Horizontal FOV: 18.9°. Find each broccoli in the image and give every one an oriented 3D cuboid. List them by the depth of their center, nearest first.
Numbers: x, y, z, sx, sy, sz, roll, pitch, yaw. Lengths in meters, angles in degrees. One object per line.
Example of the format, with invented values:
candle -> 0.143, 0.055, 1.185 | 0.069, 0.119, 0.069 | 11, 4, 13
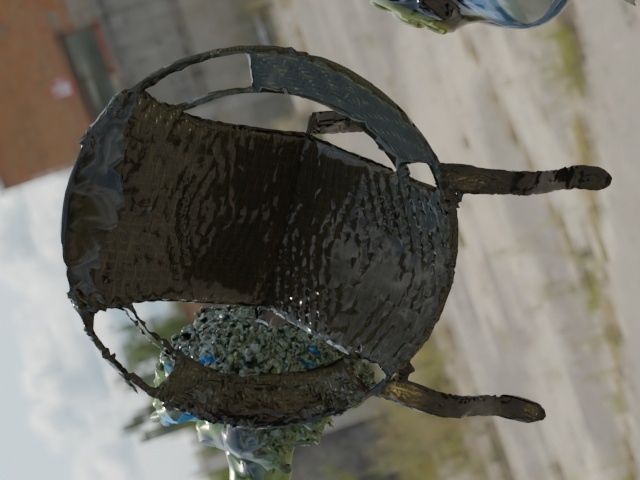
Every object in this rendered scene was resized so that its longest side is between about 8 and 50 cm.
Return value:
broccoli -> -0.041, 0.114, 1.274 | 0.167, 0.154, 0.160 | 19, 102, 48

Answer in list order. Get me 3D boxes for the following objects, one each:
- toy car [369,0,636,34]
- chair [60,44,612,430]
toy car -> 0.120, -0.199, 1.068 | 0.314, 0.166, 0.198 | -98, 28, -82
chair -> 0.000, 0.000, 0.881 | 0.149, 0.213, 0.174 | 27, 107, 42
